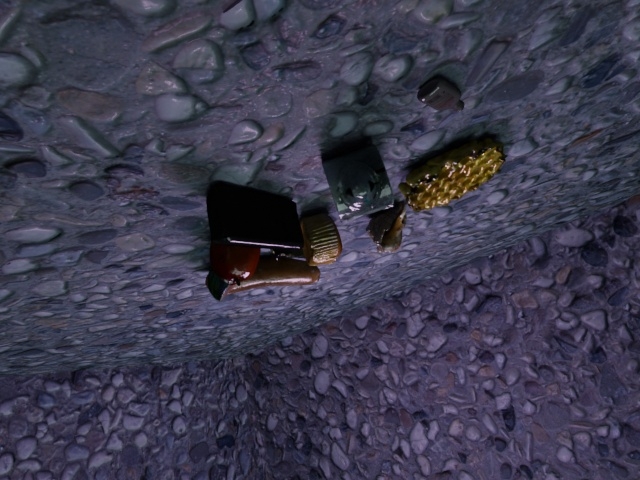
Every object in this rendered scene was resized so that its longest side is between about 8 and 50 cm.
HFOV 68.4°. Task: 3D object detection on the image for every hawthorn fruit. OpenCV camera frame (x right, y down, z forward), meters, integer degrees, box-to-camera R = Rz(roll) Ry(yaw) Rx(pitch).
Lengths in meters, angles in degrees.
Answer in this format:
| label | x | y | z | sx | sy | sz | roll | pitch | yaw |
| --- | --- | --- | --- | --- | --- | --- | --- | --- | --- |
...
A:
| label | x | y | z | sx | sy | sz | roll | pitch | yaw |
| --- | --- | --- | --- | --- | --- | --- | --- | --- | --- |
| hawthorn fruit | -0.300 | 0.065 | 1.659 | 0.185 | 0.202 | 0.185 | -7 | 157 | -3 |

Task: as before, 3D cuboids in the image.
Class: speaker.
| label | x | y | z | sx | sy | sz | roll | pitch | yaw |
| --- | --- | --- | --- | --- | --- | --- | --- | --- | --- |
| speaker | -0.217 | -0.039 | 1.494 | 0.184 | 0.180 | 0.388 | -24 | 160 | 34 |

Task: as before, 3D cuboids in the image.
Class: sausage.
| label | x | y | z | sx | sy | sz | roll | pitch | yaw |
| --- | --- | --- | --- | --- | --- | --- | --- | --- | --- |
| sausage | -0.237 | 0.143 | 2.011 | 0.500 | 0.136 | 0.123 | -6 | 176 | -21 |

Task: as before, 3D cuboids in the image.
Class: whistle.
| label | x | y | z | sx | sy | sz | roll | pitch | yaw |
| --- | --- | --- | --- | --- | --- | --- | --- | --- | --- |
| whistle | 0.122 | -0.146 | 1.453 | 0.168 | 0.188 | 0.405 | -19 | 161 | 4 |

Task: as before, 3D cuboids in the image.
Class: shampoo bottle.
| label | x | y | z | sx | sy | sz | roll | pitch | yaw |
| --- | --- | --- | --- | --- | --- | --- | --- | --- | --- |
| shampoo bottle | 0.324 | -0.373 | 1.230 | 0.165 | 0.040 | 0.080 | 4 | 150 | -46 |

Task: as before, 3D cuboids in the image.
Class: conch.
| label | x | y | z | sx | sy | sz | roll | pitch | yaw |
| --- | --- | --- | --- | --- | --- | --- | --- | --- | --- |
| conch | 0.274 | -0.048 | 1.896 | 0.163 | 0.178 | 0.245 | 25 | 118 | -3 |

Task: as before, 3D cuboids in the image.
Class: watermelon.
| label | x | y | z | sx | sy | sz | roll | pitch | yaw |
| --- | --- | --- | --- | --- | --- | --- | --- | --- | --- |
| watermelon | -0.357 | 0.127 | 1.794 | 0.128 | 0.146 | 0.231 | 30 | 111 | -13 |

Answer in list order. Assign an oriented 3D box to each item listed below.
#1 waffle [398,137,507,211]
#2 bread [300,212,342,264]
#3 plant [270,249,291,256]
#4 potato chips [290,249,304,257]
| label | x | y | z | sx | sy | sz | roll | pitch | yaw |
| --- | --- | --- | --- | --- | --- | --- | --- | --- | --- |
| waffle | 0.475 | -0.226 | 1.674 | 0.382 | 0.095 | 0.379 | -27 | 159 | 19 |
| bread | 0.000 | 0.000 | 1.764 | 0.133 | 0.179 | 0.250 | -18 | 161 | -11 |
| plant | -0.141 | -0.001 | 1.830 | 0.116 | 0.104 | 0.122 | -44 | 147 | -37 |
| potato chips | -0.095 | 0.047 | 1.978 | 0.167 | 0.059 | 0.228 | -9 | 175 | 2 |
